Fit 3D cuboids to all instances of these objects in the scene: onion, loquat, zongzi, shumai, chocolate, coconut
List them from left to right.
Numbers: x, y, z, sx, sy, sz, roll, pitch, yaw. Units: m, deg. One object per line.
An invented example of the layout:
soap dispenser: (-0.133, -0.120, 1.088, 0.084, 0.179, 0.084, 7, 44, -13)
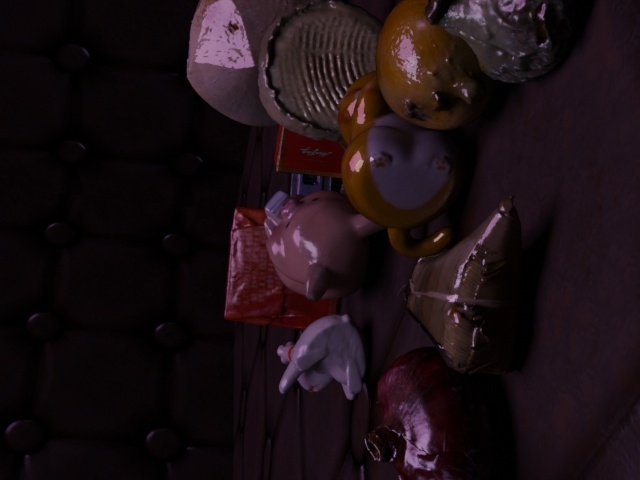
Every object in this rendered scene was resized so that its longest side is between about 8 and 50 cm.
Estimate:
coconut: (-0.133, -0.474, 2.265, 0.415, 0.344, 0.415, -172, 90, -82)
chocolate: (-0.069, 0.057, 1.981, 0.108, 0.234, 0.237, -50, -35, -85)
onion: (0.131, 0.197, 1.049, 0.098, 0.151, 0.206, -54, 45, 42)
loquat: (0.144, -0.212, 1.148, 0.204, 0.149, 0.172, -111, 27, -52)
zongzi: (0.160, 0.028, 1.053, 0.194, 0.099, 0.197, -131, 45, -68)
shumai: (0.181, -0.258, 0.992, 0.184, 0.142, 0.184, -175, 90, -83)

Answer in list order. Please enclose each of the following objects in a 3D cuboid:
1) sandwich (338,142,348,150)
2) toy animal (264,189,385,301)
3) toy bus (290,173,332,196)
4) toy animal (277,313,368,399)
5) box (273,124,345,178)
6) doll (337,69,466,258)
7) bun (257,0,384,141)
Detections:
sandwich: (0.050, -0.283, 1.870, 0.094, 0.096, 0.258, -94, 15, -65)
toy animal: (-0.001, -0.002, 1.681, 0.195, 0.213, 0.256, -47, -13, -6)
toy bus: (-0.021, -0.116, 2.137, 0.136, 0.109, 0.330, 98, 175, -78)
toy animal: (0.000, 0.226, 1.753, 0.282, 0.140, 0.138, 126, 157, -64)
box: (-0.004, -0.253, 1.969, 0.074, 0.153, 0.240, -119, 36, -65)
doll: (0.104, -0.131, 1.305, 0.162, 0.166, 0.270, 110, 166, -47)
bun: (0.007, -0.295, 1.703, 0.152, 0.259, 0.259, 148, 126, -83)
